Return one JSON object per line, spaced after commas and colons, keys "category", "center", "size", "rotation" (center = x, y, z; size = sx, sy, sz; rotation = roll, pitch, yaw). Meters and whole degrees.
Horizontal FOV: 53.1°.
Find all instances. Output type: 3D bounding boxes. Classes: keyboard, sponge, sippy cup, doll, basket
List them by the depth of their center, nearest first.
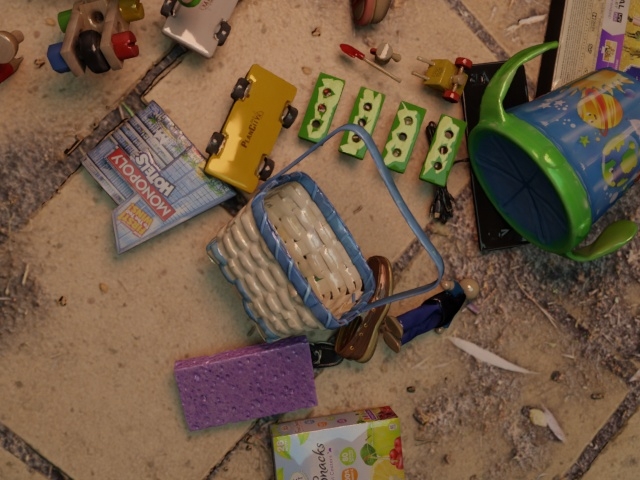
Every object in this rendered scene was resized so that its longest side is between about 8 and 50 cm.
{"category": "basket", "center": [0.000, 0.000, 0.921], "size": [0.289, 0.201, 0.254], "rotation": [-25, 99, 33]}
{"category": "sippy cup", "center": [0.382, -0.135, 0.965], "size": [0.224, 0.305, 0.240], "rotation": [-35, 54, -6]}
{"category": "sponge", "center": [-0.114, 0.224, 1.001], "size": [0.210, 0.031, 0.117], "rotation": [-11, 110, -4]}
{"category": "doll", "center": [0.190, 0.111, 1.043], "size": [0.189, 0.046, 0.129], "rotation": [-24, 138, -27]}
{"category": "keyboard", "center": [0.267, -0.138, 1.079], "size": [0.201, 0.033, 0.317], "rotation": [-8, 93, -11]}

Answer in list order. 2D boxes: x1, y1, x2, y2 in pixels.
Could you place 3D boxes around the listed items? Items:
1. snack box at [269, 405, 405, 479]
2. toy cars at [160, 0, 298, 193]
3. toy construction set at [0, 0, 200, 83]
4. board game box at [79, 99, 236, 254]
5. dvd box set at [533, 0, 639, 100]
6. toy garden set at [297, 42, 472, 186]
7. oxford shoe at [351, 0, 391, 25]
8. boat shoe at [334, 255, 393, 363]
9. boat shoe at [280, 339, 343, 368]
{"category": "snack box", "center": [0.029, 0.375, 1.038], "size": [0.207, 0.070, 0.174], "rotation": [-7, 94, -8]}
{"category": "toy cars", "center": [-0.143, -0.262, 0.974], "size": [0.176, 0.087, 0.393], "rotation": [-17, 92, -23]}
{"category": "toy construction set", "center": [-0.354, -0.352, 0.893], "size": [0.309, 0.237, 0.257], "rotation": [-37, 116, 15]}
{"category": "board game box", "center": [-0.264, -0.080, 0.970], "size": [0.194, 0.060, 0.194], "rotation": [-42, 99, -7]}
{"category": "dvd box set", "center": [0.591, -0.310, 1.113], "size": [0.420, 0.062, 0.307], "rotation": [8, 91, -10]}
{"category": "toy garden set", "center": [0.113, -0.218, 1.024], "size": [0.244, 0.049, 0.204], "rotation": [20, 89, 0]}
{"category": "oxford shoe", "center": [0.134, -0.497, 0.994], "size": [0.130, 0.123, 0.348], "rotation": [12, 91, -16]}
{"category": "boat shoe", "center": [0.068, 0.109, 1.028], "size": [0.060, 0.064, 0.178], "rotation": [15, 90, -35]}
{"category": "boat shoe", "center": [-0.020, 0.185, 1.036], "size": [0.125, 0.038, 0.046], "rotation": [12, 90, -10]}
